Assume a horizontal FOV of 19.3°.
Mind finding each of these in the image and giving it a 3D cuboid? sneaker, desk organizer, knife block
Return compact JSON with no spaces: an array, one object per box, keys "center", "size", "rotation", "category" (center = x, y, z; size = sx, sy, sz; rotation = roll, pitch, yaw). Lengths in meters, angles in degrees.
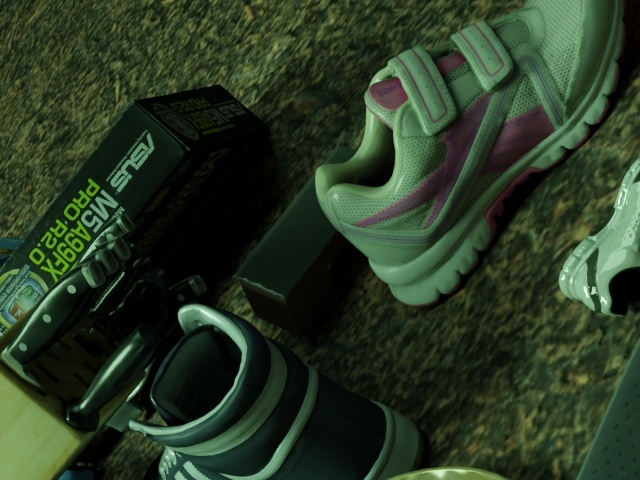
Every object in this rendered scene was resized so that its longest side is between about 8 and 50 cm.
[{"center":[0.091,-0.082,1.176],"size":[0.252,0.111,0.103],"rotation":[-54,26,8],"category":"sneaker"},{"center":[0.000,0.000,1.319],"size":[0.047,0.050,0.130],"rotation":[23,62,31],"category":"desk organizer"},{"center":[-0.194,0.113,1.227],"size":[0.275,0.088,0.242],"rotation":[-49,-1,-13],"category":"knife block"},{"center":[-0.073,0.121,1.198],"size":[0.282,0.153,0.099],"rotation":[-18,46,54],"category":"sneaker"},{"center":[0.178,-0.005,1.032],"size":[0.109,0.040,0.044],"rotation":[-58,42,9],"category":"sneaker"}]

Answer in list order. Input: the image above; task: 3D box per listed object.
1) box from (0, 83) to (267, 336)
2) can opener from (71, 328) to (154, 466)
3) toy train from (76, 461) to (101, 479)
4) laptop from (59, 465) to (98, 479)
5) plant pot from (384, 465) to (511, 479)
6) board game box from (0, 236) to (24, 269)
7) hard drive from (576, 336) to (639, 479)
[{"center":[-0.172,0.000,1.495],"size":[0.270,0.060,0.216],"rotation":[-50,-6,14],"category":"box"},{"center":[-0.233,0.156,1.512],"size":[0.283,0.095,0.076],"rotation":[-43,29,27],"category":"can opener"},{"center":[-0.204,0.206,1.489],"size":[0.083,0.024,0.017],"rotation":[-50,27,18],"category":"toy train"},{"center":[-0.372,0.352,1.372],"size":[0.408,0.236,0.382],"rotation":[-23,6,-32],"category":"laptop"},{"center":[0.030,0.221,0.988],"size":[0.236,0.032,0.236],"rotation":[-30,29,19],"category":"plant pot"},{"center":[-0.292,0.094,1.558],"size":[0.211,0.039,0.160],"rotation":[-34,-50,-72],"category":"board game box"},{"center":[0.209,0.070,0.864],"size":[0.172,0.054,0.254],"rotation":[11,72,63],"category":"hard drive"}]
